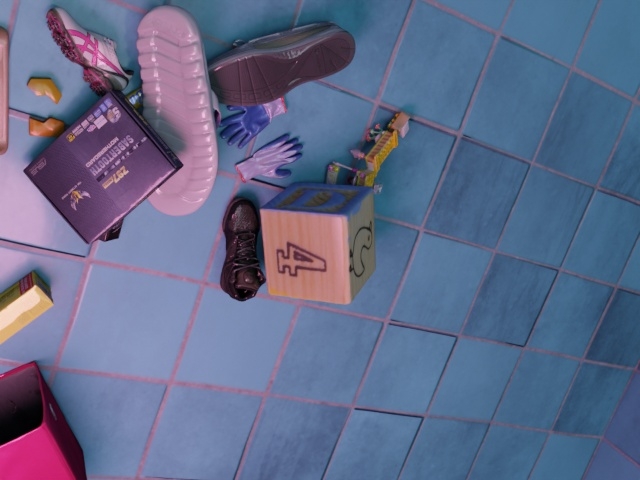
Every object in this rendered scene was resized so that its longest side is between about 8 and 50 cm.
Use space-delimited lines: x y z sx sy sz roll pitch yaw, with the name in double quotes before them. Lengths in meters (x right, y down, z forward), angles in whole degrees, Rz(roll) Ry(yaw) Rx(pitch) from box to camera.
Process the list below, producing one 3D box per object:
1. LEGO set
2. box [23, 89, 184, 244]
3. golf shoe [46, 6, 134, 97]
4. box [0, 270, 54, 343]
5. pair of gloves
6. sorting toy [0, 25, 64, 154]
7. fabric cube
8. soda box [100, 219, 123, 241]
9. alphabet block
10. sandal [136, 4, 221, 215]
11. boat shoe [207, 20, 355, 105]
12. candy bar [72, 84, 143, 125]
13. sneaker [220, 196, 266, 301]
"LEGO set" 0.093 -0.171 1.587 0.132 0.107 0.287 10 102 -64
"box" -0.399 -0.133 1.299 0.233 0.059 0.183 -38 97 11
"golf shoe" -0.419 -0.350 1.282 0.086 0.067 0.186 -49 130 -20
"box" -0.630 0.160 1.357 0.232 0.087 0.058 -36 120 -8
"pair of gloves" -0.122 -0.211 1.493 0.159 0.023 0.198 -29 118 -13
"sorting toy" -0.609 -0.263 1.233 0.307 0.041 0.229 0 109 -25
"fabric cube" -0.616 0.443 1.372 0.259 0.254 0.258 -24 117 -16
"soda box" -0.410 -0.086 1.373 0.060 0.053 0.169 20 103 12
"alphabet block" 0.000 0.000 1.495 0.192 0.193 0.197 -44 135 -57
"sandal" -0.262 -0.241 1.362 0.169 0.102 0.416 13 120 10
"boat shoe" -0.091 -0.364 1.418 0.320 0.103 0.118 -23 136 -10
"candy bar" -0.397 -0.245 1.354 0.161 0.018 0.040 -34 120 -10
"sneaker" -0.160 0.027 1.504 0.087 0.130 0.227 2 106 -28
